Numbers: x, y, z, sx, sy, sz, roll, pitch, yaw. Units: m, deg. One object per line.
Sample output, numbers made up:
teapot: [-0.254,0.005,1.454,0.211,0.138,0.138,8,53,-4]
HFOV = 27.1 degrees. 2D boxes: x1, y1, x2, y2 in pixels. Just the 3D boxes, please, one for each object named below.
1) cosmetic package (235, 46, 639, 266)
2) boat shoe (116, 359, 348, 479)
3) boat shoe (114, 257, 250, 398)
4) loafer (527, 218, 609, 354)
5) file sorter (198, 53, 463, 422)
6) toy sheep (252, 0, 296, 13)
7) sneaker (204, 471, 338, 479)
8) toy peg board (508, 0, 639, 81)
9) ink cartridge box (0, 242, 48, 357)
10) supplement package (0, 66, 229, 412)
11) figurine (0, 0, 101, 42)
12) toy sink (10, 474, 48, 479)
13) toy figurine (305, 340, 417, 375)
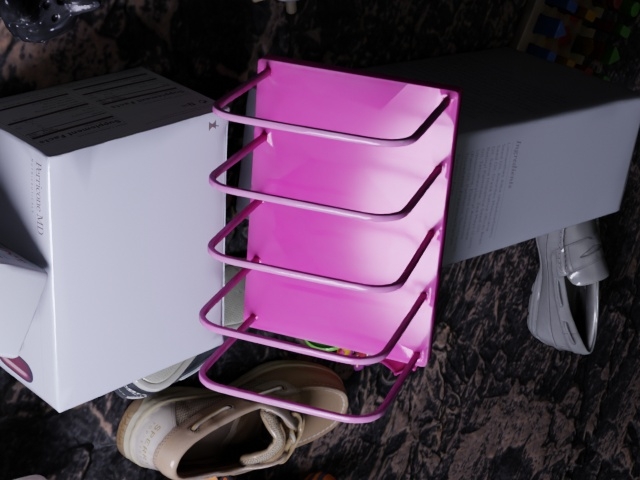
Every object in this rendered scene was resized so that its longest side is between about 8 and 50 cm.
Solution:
cosmetic package: [0.148,-0.102,1.542,0.453,0.230,0.162,-15,122,-41]
boat shoe: [-0.078,0.226,1.572,0.341,0.110,0.122,-7,116,-45]
boat shoe: [-0.139,0.096,1.477,0.233,0.084,0.079,-39,174,-36]
loafer: [0.378,0.023,1.952,0.112,0.111,0.320,-28,130,-35]
file sorter: [0.000,0.000,1.250,0.182,0.202,0.291,-46,144,-62]
toy sheep: [-0.037,-0.287,1.352,0.091,0.091,0.132,-39,149,-27]
sneaker: [-0.076,0.337,1.624,0.180,0.124,0.321,57,29,-9]
toy peg board: [0.346,-0.284,1.771,0.160,0.079,0.161,13,101,-50]
ink cartridge box: [-0.359,0.022,1.119,0.208,0.153,0.087,19,95,-51]
supplement package: [-0.210,-0.007,1.270,0.204,0.145,0.262,-21,125,-39]
figurine: [-0.307,-0.179,1.016,0.214,0.209,0.092,-29,130,-34]
toy sink: [-0.372,0.310,1.284,0.152,0.131,0.234,-11,124,-44]
toy figurine: [0.072,0.123,1.694,0.173,0.130,0.159,-29,144,-6]
